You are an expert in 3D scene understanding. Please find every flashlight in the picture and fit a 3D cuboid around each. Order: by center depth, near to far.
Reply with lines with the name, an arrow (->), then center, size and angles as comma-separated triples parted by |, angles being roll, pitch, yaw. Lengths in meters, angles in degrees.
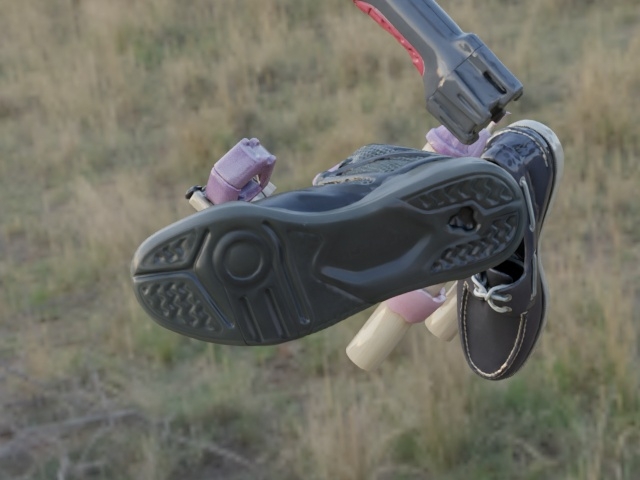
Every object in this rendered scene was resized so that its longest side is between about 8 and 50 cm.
flashlight -> 0.068, -0.226, 1.456 | 0.103, 0.304, 0.103 | -42, -7, 7

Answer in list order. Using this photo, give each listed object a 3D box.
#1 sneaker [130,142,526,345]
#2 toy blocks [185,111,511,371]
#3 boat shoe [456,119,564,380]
sneaker -> 0.000, 0.000, 0.868 | 0.227, 0.087, 0.130 | -17, 9, -4
toy blocks -> 0.079, -0.055, 1.654 | 0.309, 0.260, 0.288 | 43, 23, 17
boat shoe -> 0.124, 0.016, 1.033 | 0.075, 0.206, 0.065 | 22, 31, 28
